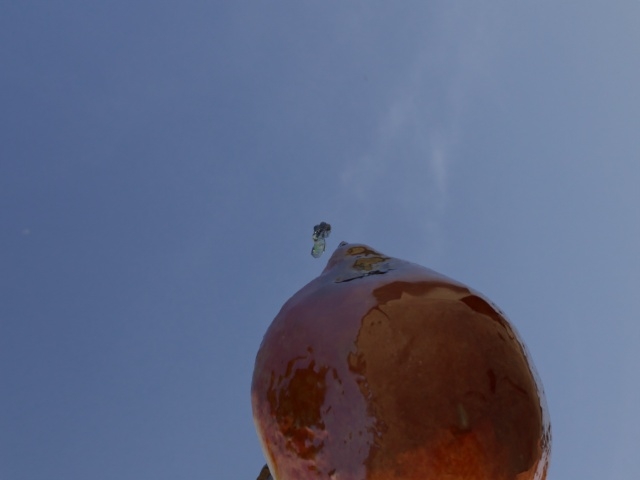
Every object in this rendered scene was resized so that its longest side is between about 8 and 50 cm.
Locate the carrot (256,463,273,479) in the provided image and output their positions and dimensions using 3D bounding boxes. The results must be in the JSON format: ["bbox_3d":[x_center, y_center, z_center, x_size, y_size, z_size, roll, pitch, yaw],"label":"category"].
[{"bbox_3d":[0.059,0.352,0.994,0.241,0.341,0.241,-23,-64,-59],"label":"carrot"}]

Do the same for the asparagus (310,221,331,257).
[{"bbox_3d":[0.000,0.000,1.215,0.023,0.233,0.022,-5,-96,-2],"label":"asparagus"}]

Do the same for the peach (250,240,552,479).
[{"bbox_3d":[0.059,0.116,0.756,0.232,0.232,0.256,15,-123,-42],"label":"peach"}]
